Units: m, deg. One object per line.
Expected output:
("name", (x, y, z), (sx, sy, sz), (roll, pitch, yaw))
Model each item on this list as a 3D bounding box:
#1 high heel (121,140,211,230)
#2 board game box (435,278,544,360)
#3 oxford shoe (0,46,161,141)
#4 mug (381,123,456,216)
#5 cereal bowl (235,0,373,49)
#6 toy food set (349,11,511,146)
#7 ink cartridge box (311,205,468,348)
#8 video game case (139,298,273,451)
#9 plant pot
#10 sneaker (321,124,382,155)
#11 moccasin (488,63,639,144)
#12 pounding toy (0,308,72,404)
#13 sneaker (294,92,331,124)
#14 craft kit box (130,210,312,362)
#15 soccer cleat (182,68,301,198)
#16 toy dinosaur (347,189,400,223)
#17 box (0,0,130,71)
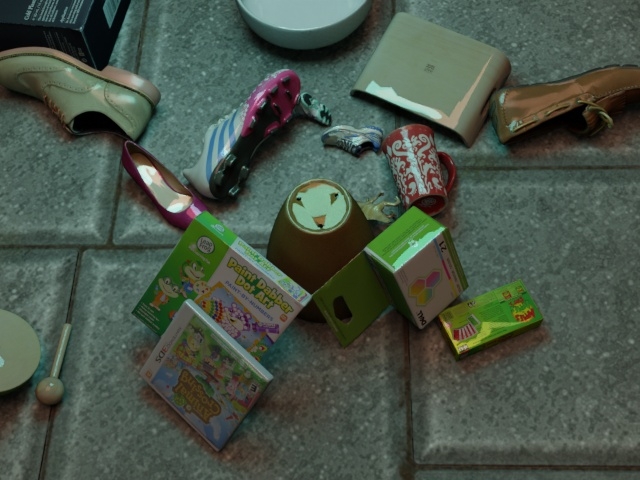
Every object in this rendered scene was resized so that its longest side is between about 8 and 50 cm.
("high heel", (-0.318, -0.112, 1.693), (0.082, 0.117, 0.244), (-40, 67, -18))
("board game box", (0.323, 0.152, 1.569), (0.181, 0.043, 0.092), (-21, 63, -9))
("oxford shoe", (-0.563, -0.322, 1.809), (0.397, 0.140, 0.146), (13, 70, 11))
("mug", (0.218, -0.143, 1.690), (0.150, 0.113, 0.169), (-9, 59, -5))
("cereal bowl", (-0.036, -0.577, 1.923), (0.339, 0.141, 0.338), (-1, 61, 1))
("toy food set", (0.245, -0.363, 1.838), (0.306, 0.092, 0.219), (26, 77, 17))
("ink cartridge box", (0.134, 0.092, 1.509), (0.255, 0.188, 0.097), (-41, 46, -12))
("video game case", (-0.209, 0.243, 1.465), (0.212, 0.193, 0.023), (41, 25, 13))
("plant pot", (0.000, 0.000, 1.545), (0.237, 0.254, 0.237), (-1, 62, 2))
("sneaker", (0.069, -0.216, 1.775), (0.135, 0.052, 0.058), (-2, 66, 2))
("moccasin", (0.557, -0.283, 1.747), (0.380, 0.139, 0.146), (-11, 75, -8))
("pounding toy", (-0.605, 0.235, 1.541), (0.237, 0.110, 0.182), (14, 46, -24))
("sneaker", (-0.025, -0.289, 1.822), (0.069, 0.098, 0.038), (-9, 47, 50))
("craft kit box", (-0.183, 0.116, 1.478), (0.250, 0.061, 0.246), (38, 112, 2))
("soccer cleat", (-0.174, -0.241, 1.741), (0.143, 0.116, 0.331), (24, 75, 36))
("toy dinosaur", (0.116, -0.058, 1.668), (0.093, 0.053, 0.183), (-19, 31, -27))
("box", (-0.637, -0.575, 1.922), (0.313, 0.179, 0.343), (8, 62, 5))
